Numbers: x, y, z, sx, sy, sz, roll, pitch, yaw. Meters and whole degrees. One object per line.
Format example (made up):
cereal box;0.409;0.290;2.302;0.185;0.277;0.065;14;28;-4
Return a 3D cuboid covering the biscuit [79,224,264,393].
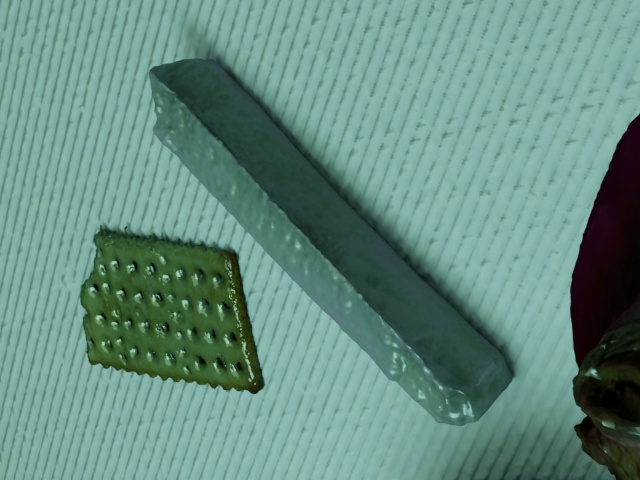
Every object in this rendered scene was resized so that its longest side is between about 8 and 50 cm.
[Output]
biscuit;-0.137;0.058;1.679;0.203;0.016;0.144;9;118;38

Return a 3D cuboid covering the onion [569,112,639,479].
onion;0.261;0.049;1.052;0.348;0.385;0.347;7;100;41

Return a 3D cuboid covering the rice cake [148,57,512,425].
rice cake;0.000;0.000;1.481;0.365;0.073;0.056;45;138;14
